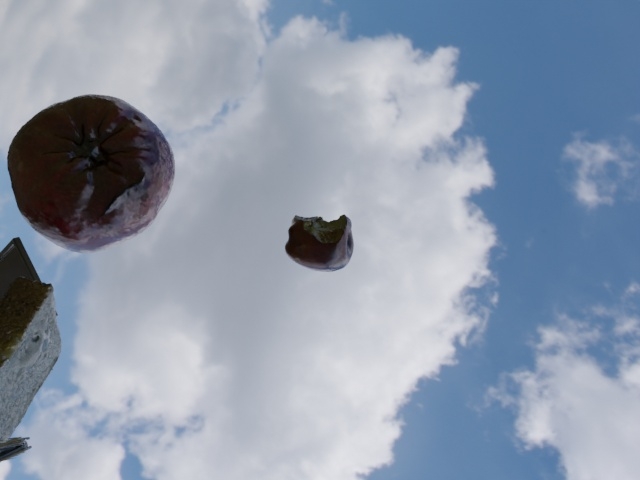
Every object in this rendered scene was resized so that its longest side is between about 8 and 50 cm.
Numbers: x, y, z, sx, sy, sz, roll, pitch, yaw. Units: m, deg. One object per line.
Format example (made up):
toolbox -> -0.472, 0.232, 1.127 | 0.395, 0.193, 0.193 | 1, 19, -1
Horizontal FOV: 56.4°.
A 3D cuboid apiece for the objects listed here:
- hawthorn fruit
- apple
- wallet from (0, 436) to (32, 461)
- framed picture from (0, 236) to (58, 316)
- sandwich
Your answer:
hawthorn fruit -> -0.569, -0.159, 1.540 | 0.403, 0.403, 0.402 | -19, -119, 37
apple -> -0.003, 0.006, 1.454 | 0.158, 0.156, 0.147 | 0, -70, 12
wallet -> -0.834, 0.530, 1.503 | 0.231, 0.170, 0.069 | -21, -101, 50
framed picture -> -0.823, 0.153, 1.598 | 0.315, 0.024, 0.232 | -29, -93, 37
sandwich -> -0.683, 0.277, 1.317 | 0.301, 0.099, 0.271 | -76, 177, -46
